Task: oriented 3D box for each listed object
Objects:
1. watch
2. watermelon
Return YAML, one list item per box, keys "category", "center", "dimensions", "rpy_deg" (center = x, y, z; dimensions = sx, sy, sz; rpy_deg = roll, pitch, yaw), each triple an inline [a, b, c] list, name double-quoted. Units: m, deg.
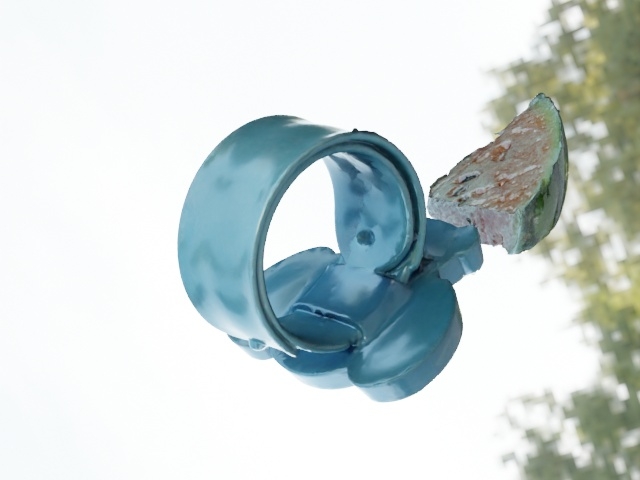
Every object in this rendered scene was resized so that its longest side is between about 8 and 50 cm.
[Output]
- category: "watch"
  center: [0.000, 0.000, 1.409]
  dimensions: [0.193, 0.211, 0.211]
  rpy_deg: [58, -153, -36]
- category: "watermelon"
  center: [0.164, -0.046, 1.750]
  dimensions: [0.071, 0.139, 0.187]
  rpy_deg: [59, -151, -30]
